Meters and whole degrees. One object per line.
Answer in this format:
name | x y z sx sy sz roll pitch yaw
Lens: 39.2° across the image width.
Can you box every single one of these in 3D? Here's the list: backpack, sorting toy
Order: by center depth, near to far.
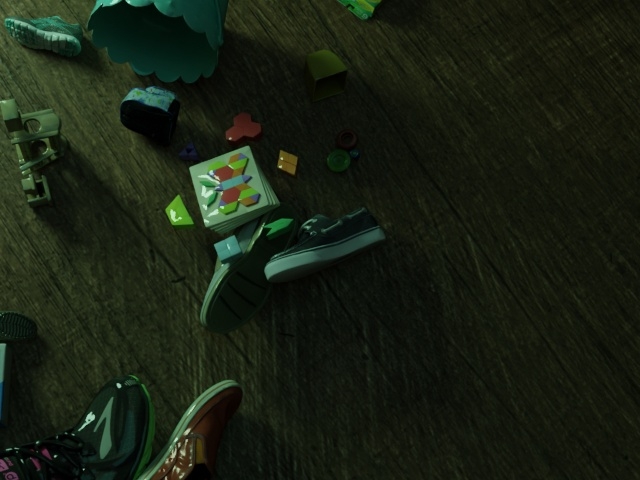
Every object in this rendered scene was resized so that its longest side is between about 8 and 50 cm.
backpack | -0.354 -0.267 1.870 0.114 0.105 0.084 18 48 -3
sorting toy | 0.056 -0.190 1.950 0.061 0.042 0.102 20 82 13

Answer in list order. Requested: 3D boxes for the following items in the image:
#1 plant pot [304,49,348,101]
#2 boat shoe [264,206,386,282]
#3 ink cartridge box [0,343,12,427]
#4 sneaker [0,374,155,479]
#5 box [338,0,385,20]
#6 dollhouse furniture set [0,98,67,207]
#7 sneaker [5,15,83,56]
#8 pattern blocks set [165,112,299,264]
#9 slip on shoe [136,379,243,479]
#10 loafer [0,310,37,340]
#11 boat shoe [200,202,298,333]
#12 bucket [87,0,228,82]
plant pot | 0.005 -0.370 1.976 0.081 0.081 0.083 -20 65 -15
boat shoe | 0.000 0.000 1.808 0.301 0.108 0.102 -20 79 -35
ink cartridge box | -0.681 0.268 1.651 0.203 0.086 0.148 0 73 -10
sneaker | -0.475 0.425 1.558 0.185 0.202 0.483 20 62 42
box | 0.118 -0.599 2.084 0.105 0.043 0.179 37 72 4
dollhouse furniture set | -0.546 -0.172 1.762 0.101 0.182 0.160 -14 75 -14
sneaker | -0.585 -0.448 1.916 0.167 0.065 0.076 17 54 -7
pattern blocks set | -0.178 -0.108 1.815 0.285 0.026 0.325 -33 56 -9
slip on shoe | -0.229 0.396 1.641 0.101 0.123 0.331 20 50 20
loafer | -0.618 0.161 1.718 0.148 0.050 0.056 15 74 -21
boat shoe | -0.154 0.058 1.798 0.113 0.103 0.302 46 63 -28
bucket | -0.324 -0.476 1.859 0.281 0.281 0.183 14 68 -5
